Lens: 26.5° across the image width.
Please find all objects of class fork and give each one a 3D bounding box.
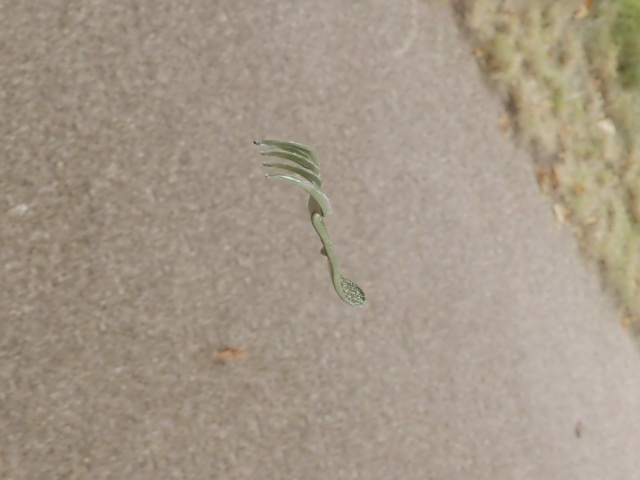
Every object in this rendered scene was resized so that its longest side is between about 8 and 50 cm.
[{"bbox_3d":[0.006,-0.003,0.806,0.219,0.028,0.034,60,5,-62],"label":"fork"}]
